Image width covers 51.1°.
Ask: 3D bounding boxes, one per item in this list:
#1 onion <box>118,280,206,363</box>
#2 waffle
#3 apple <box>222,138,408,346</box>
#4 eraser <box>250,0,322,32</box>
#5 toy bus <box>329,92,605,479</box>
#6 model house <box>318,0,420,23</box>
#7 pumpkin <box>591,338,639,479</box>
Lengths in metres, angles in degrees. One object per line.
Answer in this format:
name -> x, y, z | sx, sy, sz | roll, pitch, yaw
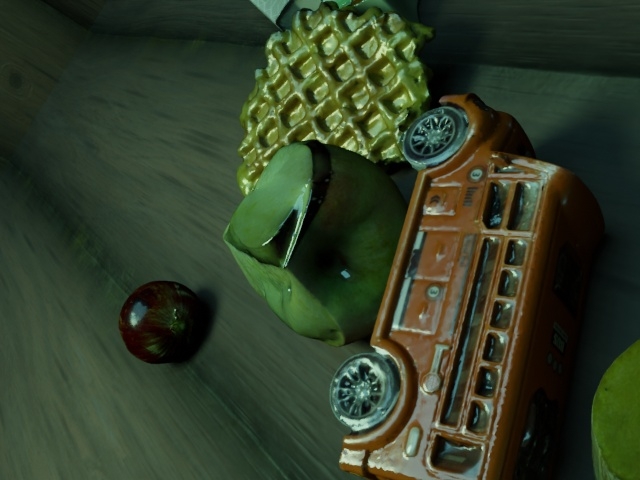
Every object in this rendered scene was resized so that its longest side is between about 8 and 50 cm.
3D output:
onion -> -0.223, 0.110, 0.922 | 0.119, 0.119, 0.117 | -14, 59, 44
waffle -> 0.010, -0.147, 0.818 | 0.281, 0.058, 0.300 | 41, 108, 35
apple -> 0.000, 0.000, 0.686 | 0.188, 0.174, 0.207 | -159, 55, -72
eraser -> -0.080, -0.440, 1.158 | 0.096, 0.098, 0.404 | -49, 37, 12
toy bus -> 0.131, 0.041, 0.538 | 0.153, 0.143, 0.329 | 2, 65, 39
model house -> 0.066, -0.326, 0.908 | 0.127, 0.100, 0.148 | -21, 48, 39
pumpkin -> 0.244, 0.125, 0.377 | 0.217, 0.110, 0.217 | -36, 37, 32
